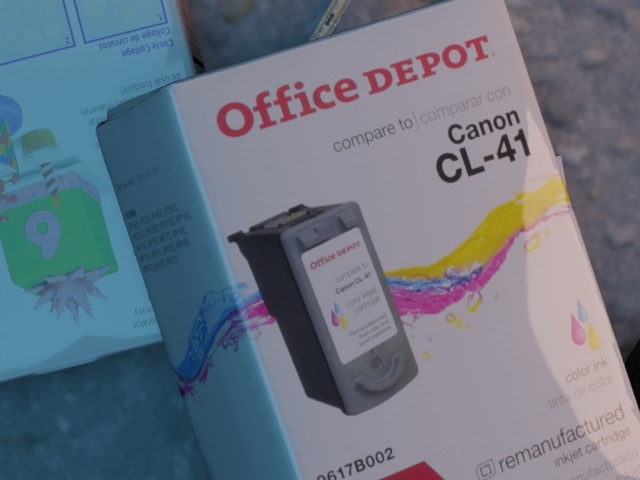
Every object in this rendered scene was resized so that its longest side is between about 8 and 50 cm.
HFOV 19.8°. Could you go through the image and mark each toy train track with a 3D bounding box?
[{"bbox_3d":[0.015,-0.155,1.153,0.048,0.014,0.083,31,92,1],"label":"toy train track"}]

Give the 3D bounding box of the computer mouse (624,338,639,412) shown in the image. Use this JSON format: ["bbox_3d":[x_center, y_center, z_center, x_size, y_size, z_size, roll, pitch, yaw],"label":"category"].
[{"bbox_3d":[0.260,0.186,1.106,0.184,0.060,0.262,18,69,-30],"label":"computer mouse"}]

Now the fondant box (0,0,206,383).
[{"bbox_3d":[-0.190,-0.084,1.120,0.238,0.096,0.330,-14,90,1],"label":"fondant box"}]

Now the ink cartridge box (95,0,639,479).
[{"bbox_3d":[0.033,0.037,1.036,0.226,0.131,0.306,-20,93,-25],"label":"ink cartridge box"}]

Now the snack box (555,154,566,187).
[{"bbox_3d":[0.134,0.039,1.149,0.064,0.022,0.178,-10,91,2],"label":"snack box"}]
